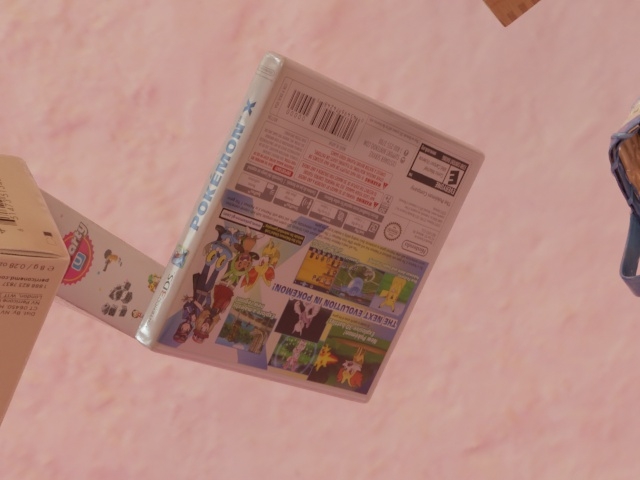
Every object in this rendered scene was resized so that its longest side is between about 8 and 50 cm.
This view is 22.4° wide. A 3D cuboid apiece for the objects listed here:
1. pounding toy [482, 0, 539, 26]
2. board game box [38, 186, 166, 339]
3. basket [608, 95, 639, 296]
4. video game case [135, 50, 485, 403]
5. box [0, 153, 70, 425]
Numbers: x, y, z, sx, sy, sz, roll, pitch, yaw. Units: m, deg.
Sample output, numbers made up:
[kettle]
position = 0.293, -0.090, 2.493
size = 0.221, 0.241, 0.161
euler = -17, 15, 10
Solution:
[pounding toy]
position = 0.163, -0.257, 1.386
size = 0.100, 0.141, 0.130
euler = -38, 117, 10
[board game box]
position = -0.335, -0.004, 1.804
size = 0.224, 0.303, 0.097
euler = 19, 79, 38
[basket]
position = 0.414, -0.073, 1.588
size = 0.255, 0.289, 0.201
euler = -27, 106, 26
[video game case]
position = 0.000, 0.000, 1.607
size = 0.036, 0.329, 0.300
euler = 29, 97, 42
[box]
position = -0.256, 0.080, 1.018
size = 0.113, 0.094, 0.275
euler = 56, 129, 44
